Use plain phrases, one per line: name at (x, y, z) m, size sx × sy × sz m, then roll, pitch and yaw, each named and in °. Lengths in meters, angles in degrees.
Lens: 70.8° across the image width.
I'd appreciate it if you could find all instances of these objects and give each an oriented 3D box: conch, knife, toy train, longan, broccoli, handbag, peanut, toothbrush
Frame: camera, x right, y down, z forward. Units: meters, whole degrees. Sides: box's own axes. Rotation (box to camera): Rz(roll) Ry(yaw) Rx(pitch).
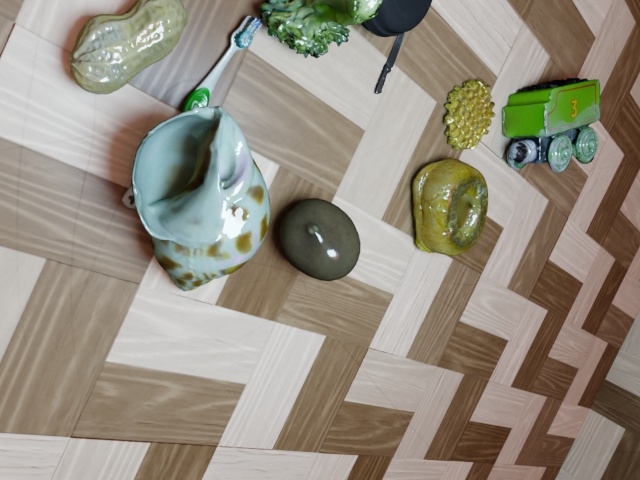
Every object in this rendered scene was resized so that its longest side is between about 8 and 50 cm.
conch at (-0.216, -0.051, 0.798) m, size 0.249 × 0.197 × 0.369 m, roll 7°, pitch 104°, yaw -31°
knife at (0.163, -0.415, 1.037) m, size 0.023 × 0.010 × 0.171 m, roll 21°, pitch 93°, yaw -36°
toy train at (0.674, -0.334, 1.307) m, size 0.307 × 0.173 × 0.249 m, roll -19°, pitch 109°, yaw -27°
longan at (0.000, 0.000, 0.977) m, size 0.189 × 0.189 × 0.190 m, roll -11°, pitch 112°, yaw -30°
broccoli at (0.023, -0.439, 0.776) m, size 0.177 × 0.274 × 0.199 m, roll 14°, pitch 87°, yaw -34°
handbag at (0.155, -0.571, 0.891) m, size 0.253 × 0.093 × 0.308 m, roll -22°, pitch 124°, yaw -44°
peanut at (-0.303, -0.318, 0.716) m, size 0.214 × 0.090 × 0.099 m, roll -42°, pitch 114°, yaw -17°
toothbrush at (-0.237, -0.235, 0.825) m, size 0.042 × 0.040 × 0.418 m, roll 35°, pitch 90°, yaw -43°

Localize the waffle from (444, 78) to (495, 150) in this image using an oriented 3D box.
waffle at (0.396, -0.334, 1.201) m, size 0.191 × 0.038 × 0.191 m, roll -12°, pitch 112°, yaw -30°

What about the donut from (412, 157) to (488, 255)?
donut at (0.348, -0.089, 1.199) m, size 0.208 × 0.128 × 0.262 m, roll -24°, pitch 119°, yaw -26°
